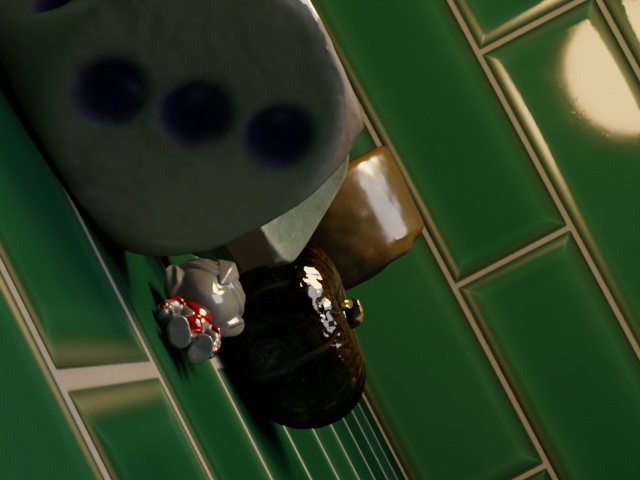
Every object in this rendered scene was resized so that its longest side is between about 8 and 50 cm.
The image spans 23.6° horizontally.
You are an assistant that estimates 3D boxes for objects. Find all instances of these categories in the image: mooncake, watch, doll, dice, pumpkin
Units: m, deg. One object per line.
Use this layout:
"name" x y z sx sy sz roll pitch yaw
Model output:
"mooncake" 0.000 0.000 2.087 0.155 0.284 0.284 61 2 -3
"watch" -0.112 -0.105 1.669 0.241 0.253 0.162 13 -32 31
"doll" -0.111 0.063 1.423 0.094 0.079 0.180 38 19 -7
"dice" -0.123 -0.153 1.344 0.259 0.251 0.243 62 3 -31
"pumpkin" -0.031 0.097 1.738 0.238 0.159 0.238 155 -90 -87
